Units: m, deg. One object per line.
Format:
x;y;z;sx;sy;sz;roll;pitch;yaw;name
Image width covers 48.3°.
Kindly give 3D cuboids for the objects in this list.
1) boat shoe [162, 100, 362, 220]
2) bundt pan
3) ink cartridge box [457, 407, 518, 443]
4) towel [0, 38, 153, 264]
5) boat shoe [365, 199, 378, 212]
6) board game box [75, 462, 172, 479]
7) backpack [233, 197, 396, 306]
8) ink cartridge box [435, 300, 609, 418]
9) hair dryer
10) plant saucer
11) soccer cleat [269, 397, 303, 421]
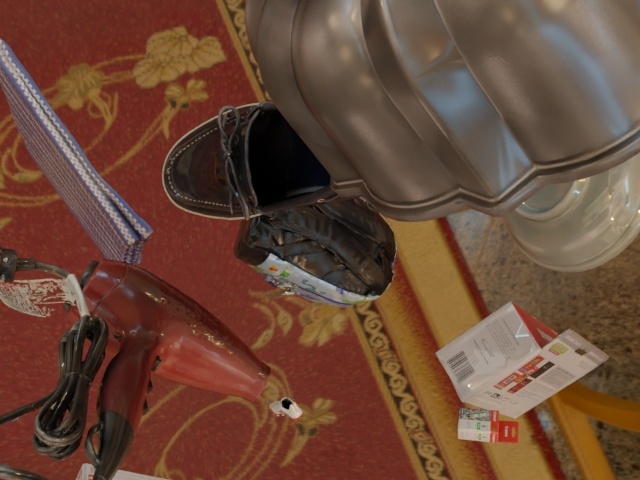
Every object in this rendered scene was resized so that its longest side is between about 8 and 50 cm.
-0.082;-0.126;1.084;0.156;0.500;0.186;-7;94;-53;boat shoe
0.083;-0.179;0.394;0.124;0.331;0.331;38;69;-36;bundt pan
0.328;0.361;1.395;0.115;0.029;0.063;2;31;15;ink cartridge box
-0.284;-0.073;0.842;0.040;0.336;0.243;-37;93;-19;towel
0.112;-0.079;0.704;0.073;0.223;0.080;-35;87;-27;boat shoe
-0.302;0.527;1.332;0.305;0.193;0.053;22;108;-25;board game box
0.000;0.000;1.552;0.355;0.273;0.290;21;60;-14;backpack
0.455;0.256;1.584;0.272;0.309;0.130;-38;54;18;ink cartridge box
-0.157;0.104;0.571;0.293;0.080;0.223;9;39;-49;hair dryer
0.447;-0.140;1.349;0.100;0.400;0.400;4;75;-28;plant saucer
-0.058;0.267;1.154;0.029;0.083;0.035;-35;111;-28;soccer cleat
